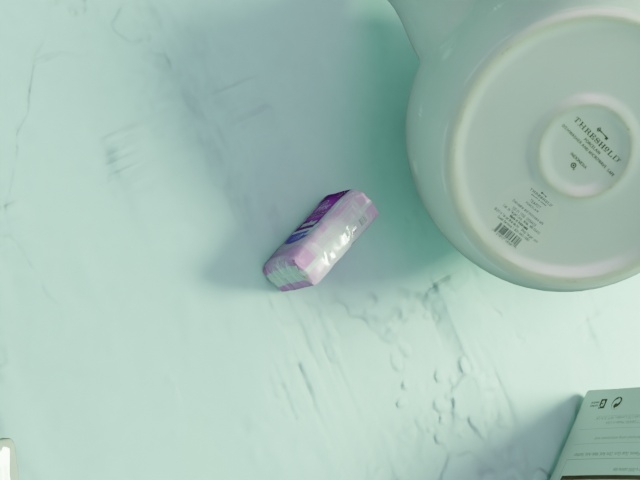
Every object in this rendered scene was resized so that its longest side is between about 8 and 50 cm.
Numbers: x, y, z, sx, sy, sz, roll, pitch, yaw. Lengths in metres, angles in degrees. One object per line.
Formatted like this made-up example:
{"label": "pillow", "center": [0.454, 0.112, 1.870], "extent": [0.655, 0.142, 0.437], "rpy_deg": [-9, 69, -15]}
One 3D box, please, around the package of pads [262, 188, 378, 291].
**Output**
{"label": "package of pads", "center": [0.000, 0.000, 1.378], "extent": [0.032, 0.050, 0.083], "rpy_deg": [51, 62, -16]}

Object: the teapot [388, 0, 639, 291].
{"label": "teapot", "center": [0.175, -0.091, 1.429], "extent": [0.252, 0.187, 0.256], "rpy_deg": [-7, 110, -8]}

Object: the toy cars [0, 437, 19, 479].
{"label": "toy cars", "center": [-0.184, 0.232, 1.210], "extent": [0.393, 0.087, 0.176], "rpy_deg": [39, 65, -22]}

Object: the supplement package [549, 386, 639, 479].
{"label": "supplement package", "center": [0.260, 0.277, 1.429], "extent": [0.177, 0.175, 0.293], "rpy_deg": [36, 67, -24]}
